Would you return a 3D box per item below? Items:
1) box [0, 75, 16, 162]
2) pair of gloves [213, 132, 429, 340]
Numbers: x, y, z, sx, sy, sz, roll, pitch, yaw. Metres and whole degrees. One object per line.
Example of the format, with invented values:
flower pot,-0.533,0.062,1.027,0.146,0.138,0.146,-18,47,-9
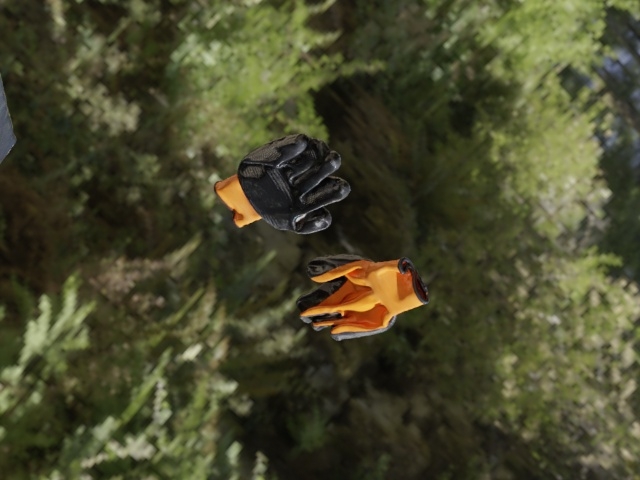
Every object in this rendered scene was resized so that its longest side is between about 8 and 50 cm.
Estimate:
box,-0.184,-0.055,0.379,0.093,0.156,0.158,-59,-178,-15
pair of gloves,0.000,0.000,0.479,0.010,0.083,0.074,-38,-171,-37
